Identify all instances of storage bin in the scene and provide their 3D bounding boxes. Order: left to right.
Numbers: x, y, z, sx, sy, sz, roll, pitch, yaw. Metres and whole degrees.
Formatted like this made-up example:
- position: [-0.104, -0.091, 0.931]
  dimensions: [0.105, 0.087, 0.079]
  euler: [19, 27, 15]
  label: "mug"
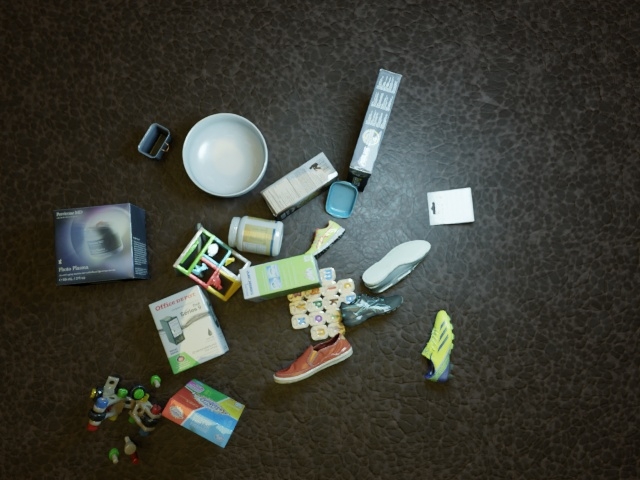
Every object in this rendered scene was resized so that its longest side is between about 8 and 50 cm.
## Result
- position: [-0.669, -0.397, 1.847]
  dimensions: [0.098, 0.091, 0.135]
  euler: [28, 85, 1]
  label: "storage bin"

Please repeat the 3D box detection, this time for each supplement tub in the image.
- position: [-0.257, -0.020, 1.796]
  dimensions: [0.200, 0.144, 0.144]
  euler: [9, 84, -1]
  label: "supplement tub"

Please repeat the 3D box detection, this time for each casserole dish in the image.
- position: [0.088, -0.173, 1.831]
  dimensions: [0.114, 0.188, 0.037]
  euler: [15, 43, 1]
  label: "casserole dish"

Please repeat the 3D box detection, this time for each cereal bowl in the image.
- position: [-0.379, -0.334, 1.825]
  dimensions: [0.339, 0.141, 0.338]
  euler: [0, 85, -2]
  label: "cereal bowl"

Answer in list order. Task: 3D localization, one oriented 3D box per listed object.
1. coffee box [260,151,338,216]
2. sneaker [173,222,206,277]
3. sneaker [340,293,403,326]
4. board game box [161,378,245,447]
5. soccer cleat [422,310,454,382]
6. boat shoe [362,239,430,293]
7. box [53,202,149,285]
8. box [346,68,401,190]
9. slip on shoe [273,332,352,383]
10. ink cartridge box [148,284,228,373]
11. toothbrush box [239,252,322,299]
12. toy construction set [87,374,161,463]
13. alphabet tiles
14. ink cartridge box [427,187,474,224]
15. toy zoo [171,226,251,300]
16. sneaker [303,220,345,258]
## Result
- position: [-0.086, -0.211, 1.810]
  dimensions: [0.297, 0.168, 0.118]
  euler: [-34, 86, -4]
  label: "coffee box"
- position: [-0.534, 0.039, 1.813]
  dimensions: [0.118, 0.083, 0.221]
  euler: [0, 83, 2]
  label: "sneaker"
- position: [0.205, 0.258, 1.795]
  dimensions: [0.268, 0.101, 0.106]
  euler: [-18, 85, -14]
  label: "sneaker"
- position: [-0.416, 0.624, 1.642]
  dimensions: [0.242, 0.316, 0.064]
  euler: [28, 84, 0]
  label: "board game box"
- position: [0.472, 0.428, 1.805]
  dimensions: [0.121, 0.093, 0.288]
  euler: [2, 84, 5]
  label: "soccer cleat"
- position: [0.319, 0.109, 1.845]
  dimensions: [0.320, 0.116, 0.099]
  euler: [-32, 129, -11]
  label: "boat shoe"
- position: [-0.856, 0.021, 1.756]
  dimensions: [0.297, 0.183, 0.293]
  euler: [-6, 83, -3]
  label: "box"
- position: [0.200, -0.415, 1.765]
  dimensions: [0.097, 0.318, 0.394]
  euler: [17, 85, -1]
  label: "box"
- position: [-0.037, 0.466, 1.766]
  dimensions: [0.332, 0.123, 0.101]
  euler: [-23, 94, -10]
  label: "slip on shoe"
- position: [-0.519, 0.344, 1.763]
  dimensions: [0.211, 0.121, 0.289]
  euler: [-23, 85, -4]
  label: "ink cartridge box"
- position: [-0.147, 0.149, 1.737]
  dimensions: [0.283, 0.206, 0.122]
  euler: [-15, 78, 2]
  label: "toothbrush box"
- position: [-0.759, 0.663, 1.716]
  dimensions: [0.258, 0.237, 0.308]
  euler: [-6, 103, -32]
  label: "toy construction set"
- position: [0.011, 0.260, 1.840]
  dimensions: [0.278, 0.021, 0.283]
  euler: [-10, 85, -3]
  label: "alphabet tiles"
- position: [0.552, -0.140, 1.898]
  dimensions: [0.180, 0.045, 0.145]
  euler: [-6, 85, 16]
  label: "ink cartridge box"
- position: [-0.410, 0.108, 1.777]
  dimensions: [0.293, 0.030, 0.192]
  euler: [39, 66, -18]
  label: "toy zoo"
- position: [0.000, 0.000, 1.843]
  dimensions: [0.208, 0.081, 0.094]
  euler: [-41, 80, -12]
  label: "sneaker"
